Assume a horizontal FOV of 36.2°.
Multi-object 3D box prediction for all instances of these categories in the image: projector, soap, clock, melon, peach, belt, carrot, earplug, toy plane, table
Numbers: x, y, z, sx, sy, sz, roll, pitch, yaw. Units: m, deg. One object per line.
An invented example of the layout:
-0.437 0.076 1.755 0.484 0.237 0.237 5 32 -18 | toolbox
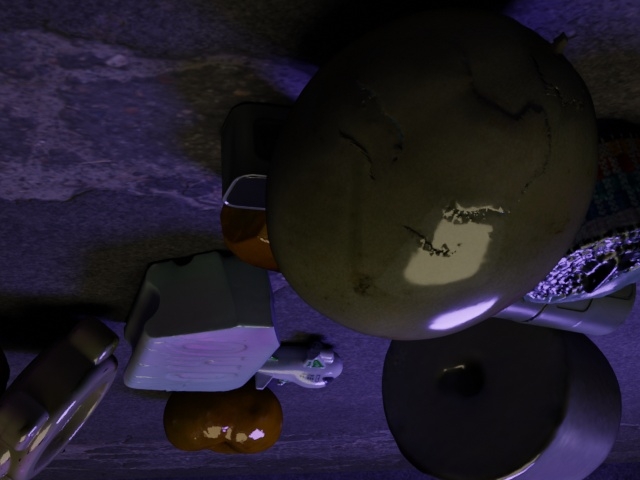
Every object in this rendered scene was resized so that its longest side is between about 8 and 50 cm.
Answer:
-0.057 -0.085 1.013 0.083 0.082 0.083 4 157 -19 | projector
-0.175 0.131 1.474 0.208 0.115 0.347 4 156 -18 | soap
-0.438 0.262 1.569 0.114 0.284 0.309 40 146 3 | clock
0.100 -0.060 0.864 0.269 0.268 0.330 11 136 -31 | melon
-0.201 0.366 2.000 0.251 0.153 0.251 -1 151 -1 | peach
0.314 -0.019 1.149 0.207 0.150 0.257 -10 159 -10 | belt
0.000 0.000 1.198 0.114 0.114 0.302 -18 157 31 | carrot
0.323 0.263 1.611 0.313 0.312 0.394 -17 155 28 | earplug
-0.041 0.231 1.784 0.174 0.080 0.174 -5 158 -2 | toy plane
0.315 0.057 1.357 0.220 0.126 0.126 11 153 -29 | table

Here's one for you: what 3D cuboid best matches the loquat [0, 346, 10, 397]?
-0.608 0.216 1.518 0.238 0.193 0.238 -20 163 -6 | loquat
